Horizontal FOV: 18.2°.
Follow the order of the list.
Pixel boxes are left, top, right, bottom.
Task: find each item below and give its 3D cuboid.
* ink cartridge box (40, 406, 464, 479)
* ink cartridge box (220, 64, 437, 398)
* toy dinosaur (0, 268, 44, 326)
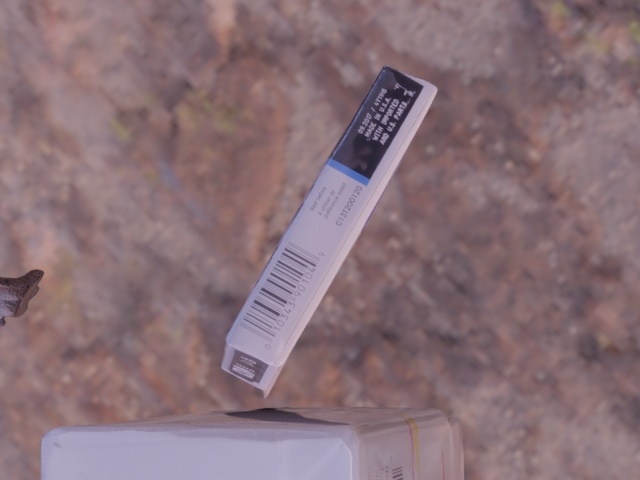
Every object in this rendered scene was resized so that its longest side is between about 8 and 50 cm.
[{"bbox_3d":[-0.011,0.174,0.848,0.119,0.207,0.353,-2,176,10],"label":"ink cartridge box"},{"bbox_3d":[0.000,0.000,1.326,0.045,0.206,0.208,29,169,2],"label":"ink cartridge box"},{"bbox_3d":[-0.241,-0.014,0.801,0.200,0.296,0.127,34,141,12],"label":"toy dinosaur"}]
